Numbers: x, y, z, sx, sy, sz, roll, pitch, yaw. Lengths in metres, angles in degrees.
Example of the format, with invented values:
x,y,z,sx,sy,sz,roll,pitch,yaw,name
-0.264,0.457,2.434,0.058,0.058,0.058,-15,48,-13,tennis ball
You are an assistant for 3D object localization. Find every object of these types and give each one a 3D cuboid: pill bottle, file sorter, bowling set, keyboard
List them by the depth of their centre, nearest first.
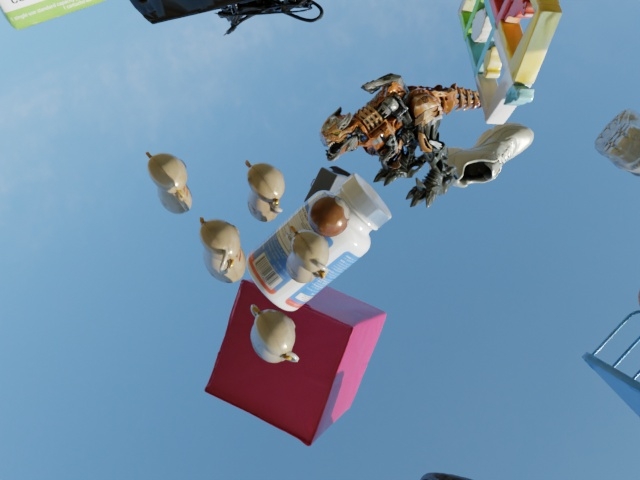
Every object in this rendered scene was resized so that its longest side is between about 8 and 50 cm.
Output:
x,y,z,sx,sy,sz,roll,pitch,yaw,name
-0.066,-0.196,0.408,0.192,0.100,0.038,4,-125,34,keyboard
-0.056,-0.021,0.672,0.200,0.154,0.287,-36,-98,-14,bowling set
0.463,0.189,0.766,0.104,0.170,0.118,-48,-164,0,file sorter
0.000,0.000,0.916,0.221,0.124,0.124,-40,-130,14,pill bottle

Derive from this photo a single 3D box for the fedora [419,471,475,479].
x,y,z,sx,sy,sz,roll,pitch,yaw,name
0.263,0.520,1.030,0.334,0.334,0.152,26,-86,36,fedora

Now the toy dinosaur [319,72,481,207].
x,y,z,sx,sy,sz,roll,pitch,yaw,name
0.161,-0.189,1.010,0.322,0.218,0.164,-11,-149,3,toy dinosaur

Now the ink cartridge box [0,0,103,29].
x,y,z,sx,sy,sz,roll,pitch,yaw,name
-0.197,-0.313,0.408,0.189,0.255,0.097,-26,-130,-13,ink cartridge box

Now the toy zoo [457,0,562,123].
x,y,z,sx,sy,sz,roll,pitch,yaw,name
0.257,-0.303,0.812,0.030,0.192,0.293,1,-122,-7,toy zoo

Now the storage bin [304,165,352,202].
x,y,z,sx,sy,sz,roll,pitch,yaw,name
0.012,-0.134,1.525,0.098,0.091,0.135,31,-80,20,storage bin

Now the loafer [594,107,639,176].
x,y,z,sx,sy,sz,roll,pitch,yaw,name
0.649,-0.198,1.211,0.111,0.319,0.112,38,-59,5,loafer

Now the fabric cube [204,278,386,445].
x,y,z,sx,sy,sz,roll,pitch,yaw,name
-0.044,0.233,1.233,0.254,0.258,0.259,22,-82,17,fabric cube

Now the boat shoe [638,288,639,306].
x,y,z,sx,sy,sz,roll,pitch,yaw,name
0.696,0.027,1.091,0.092,0.285,0.103,-11,-145,-27,boat shoe

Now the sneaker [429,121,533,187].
x,y,z,sx,sy,sz,roll,pitch,yaw,name
0.387,-0.182,1.319,0.262,0.099,0.121,-25,-145,-10,sneaker
